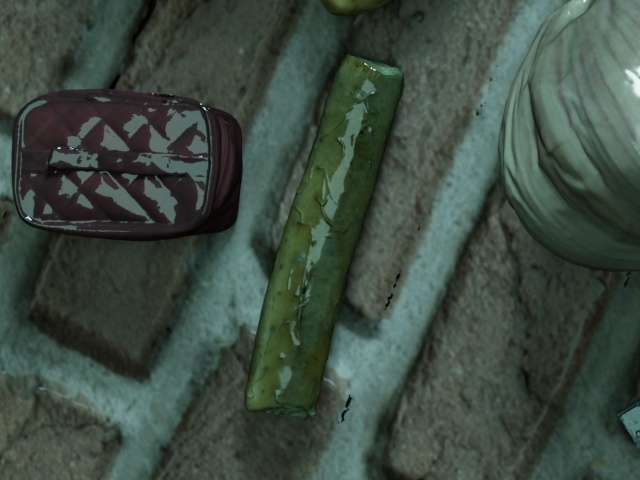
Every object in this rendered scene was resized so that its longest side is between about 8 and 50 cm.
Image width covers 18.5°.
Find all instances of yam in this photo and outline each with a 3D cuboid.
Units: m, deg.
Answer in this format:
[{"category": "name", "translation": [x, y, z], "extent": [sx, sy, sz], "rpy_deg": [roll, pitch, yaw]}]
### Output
[{"category": "yam", "translation": [0.000, 0.000, 1.946], "extent": [0.083, 0.083, 0.371], "rpy_deg": [16, 98, 9]}]

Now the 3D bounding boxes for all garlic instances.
[{"category": "garlic", "translation": [0.305, -0.116, 1.772], "extent": [0.317, 0.317, 0.259], "rpy_deg": [-30, 92, 12]}]

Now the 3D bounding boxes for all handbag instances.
[{"category": "handbag", "translation": [-0.190, -0.074, 1.945], "extent": [0.225, 0.135, 0.146], "rpy_deg": [5, 92, 12]}]

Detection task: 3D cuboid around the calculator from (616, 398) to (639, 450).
[{"category": "calculator", "translation": [0.359, 0.228, 1.928], "extent": [0.057, 0.018, 0.172], "rpy_deg": [-32, 90, 14]}]

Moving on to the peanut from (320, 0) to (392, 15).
[{"category": "peanut", "translation": [0.094, -0.351, 1.863], "extent": [0.147, 0.147, 0.319], "rpy_deg": [37, 112, 6]}]
